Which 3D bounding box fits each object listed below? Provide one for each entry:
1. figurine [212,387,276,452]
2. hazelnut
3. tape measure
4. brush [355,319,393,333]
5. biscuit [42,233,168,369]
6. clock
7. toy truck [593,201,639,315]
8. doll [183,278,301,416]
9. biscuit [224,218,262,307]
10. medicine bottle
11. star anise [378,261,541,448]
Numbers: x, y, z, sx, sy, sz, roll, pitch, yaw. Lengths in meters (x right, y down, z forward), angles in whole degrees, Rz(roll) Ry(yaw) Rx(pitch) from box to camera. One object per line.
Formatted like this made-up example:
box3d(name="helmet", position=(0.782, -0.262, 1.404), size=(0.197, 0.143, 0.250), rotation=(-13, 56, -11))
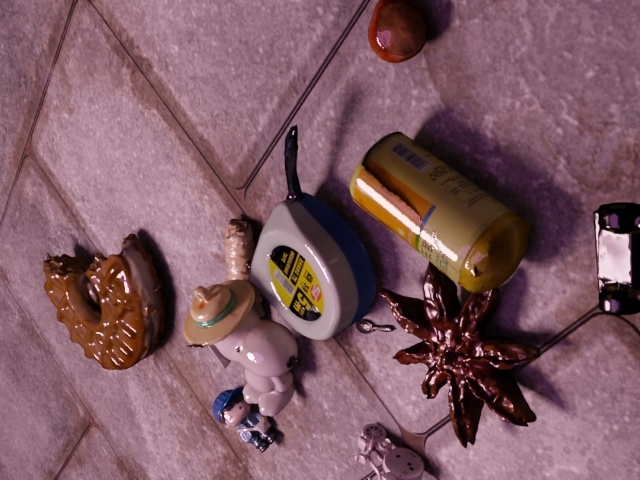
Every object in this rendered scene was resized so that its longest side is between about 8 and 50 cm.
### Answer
box3d(name="figurine", position=(-0.141, 0.336, 1.877), size=(0.136, 0.077, 0.079), rotation=(43, 174, 1))
box3d(name="hazelnut", position=(0.097, -0.266, 1.256), size=(0.086, 0.086, 0.086), rotation=(26, 128, 37))
box3d(name="tape measure", position=(0.000, 0.000, 1.480), size=(0.215, 0.097, 0.351), rotation=(47, 146, 21))
box3d(name="brush", position=(0.083, 0.136, 1.547), size=(0.083, 0.008, 0.024), rotation=(0, 108, 48))
box3d(name="biscuit", position=(-0.433, 0.132, 2.041), size=(0.366, 0.115, 0.268), rotation=(-6, 107, 51))
box3d(name="clock", position=(0.103, 0.347, 1.589), size=(0.129, 0.087, 0.041), rotation=(41, 137, 36))
box3d(name="toy truck", position=(0.407, 0.020, 1.029), size=(0.257, 0.127, 0.127), rotation=(6, 109, 47))
box3d(name="doll", position=(-0.131, 0.186, 1.658), size=(0.208, 0.144, 0.271), rotation=(38, 158, 10))
box3d(name="biscuit", position=(-0.133, 0.071, 1.715), size=(0.061, 0.055, 0.219), rotation=(30, 132, 48))
box3d(name="medicine bottle", position=(0.156, -0.032, 1.282), size=(0.239, 0.124, 0.124), rotation=(41, 136, 26))
box3d(name="star anise", position=(0.187, 0.155, 1.381), size=(0.288, 0.088, 0.288), rotation=(28, 132, 37))
